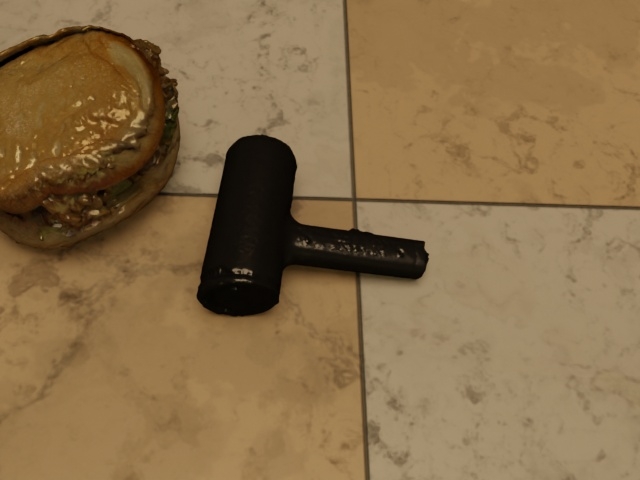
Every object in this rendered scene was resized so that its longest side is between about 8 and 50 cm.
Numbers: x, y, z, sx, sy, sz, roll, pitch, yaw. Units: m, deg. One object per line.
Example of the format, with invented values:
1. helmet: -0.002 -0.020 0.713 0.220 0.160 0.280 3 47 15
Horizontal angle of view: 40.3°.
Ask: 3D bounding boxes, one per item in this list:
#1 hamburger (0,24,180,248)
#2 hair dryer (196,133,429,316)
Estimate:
1. hamburger: -0.278 -0.129 0.976 0.243 0.146 0.286 18 67 11
2. hair dryer: 0.000 0.000 0.979 0.251 0.089 0.197 12 58 -10
